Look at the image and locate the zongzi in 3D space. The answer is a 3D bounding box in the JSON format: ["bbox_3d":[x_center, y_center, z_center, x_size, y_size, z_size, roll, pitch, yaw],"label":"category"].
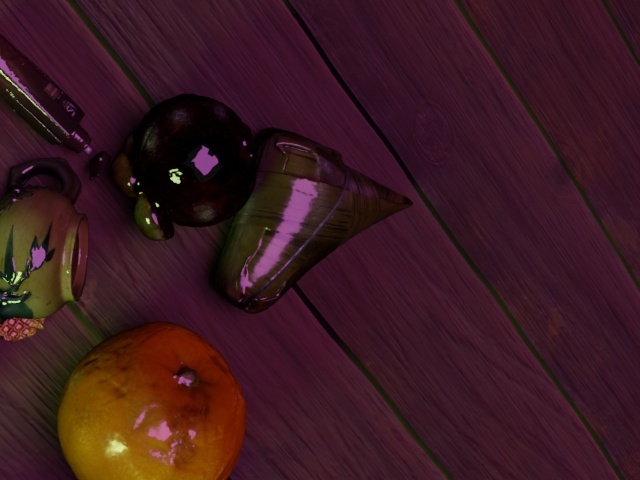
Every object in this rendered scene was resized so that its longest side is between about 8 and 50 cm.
[{"bbox_3d":[0.000,0.000,1.725,0.300,0.138,0.286,21,83,-32],"label":"zongzi"}]

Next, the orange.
[{"bbox_3d":[-0.229,0.246,1.517,0.261,0.261,0.261,-1,92,-32],"label":"orange"}]

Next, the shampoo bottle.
[{"bbox_3d":[-0.381,-0.183,1.521,0.236,0.067,0.068,45,60,-24],"label":"shampoo bottle"}]

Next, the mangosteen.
[{"bbox_3d":[-0.188,-0.109,1.577,0.210,0.210,0.210,-1,92,-32],"label":"mangosteen"}]

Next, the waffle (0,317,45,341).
[{"bbox_3d":[-0.423,0.098,1.532,0.078,0.016,0.085,-24,103,-29],"label":"waffle"}]

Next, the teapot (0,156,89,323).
[{"bbox_3d":[-0.405,0.003,1.472,0.182,0.173,0.269,5,62,-2],"label":"teapot"}]
